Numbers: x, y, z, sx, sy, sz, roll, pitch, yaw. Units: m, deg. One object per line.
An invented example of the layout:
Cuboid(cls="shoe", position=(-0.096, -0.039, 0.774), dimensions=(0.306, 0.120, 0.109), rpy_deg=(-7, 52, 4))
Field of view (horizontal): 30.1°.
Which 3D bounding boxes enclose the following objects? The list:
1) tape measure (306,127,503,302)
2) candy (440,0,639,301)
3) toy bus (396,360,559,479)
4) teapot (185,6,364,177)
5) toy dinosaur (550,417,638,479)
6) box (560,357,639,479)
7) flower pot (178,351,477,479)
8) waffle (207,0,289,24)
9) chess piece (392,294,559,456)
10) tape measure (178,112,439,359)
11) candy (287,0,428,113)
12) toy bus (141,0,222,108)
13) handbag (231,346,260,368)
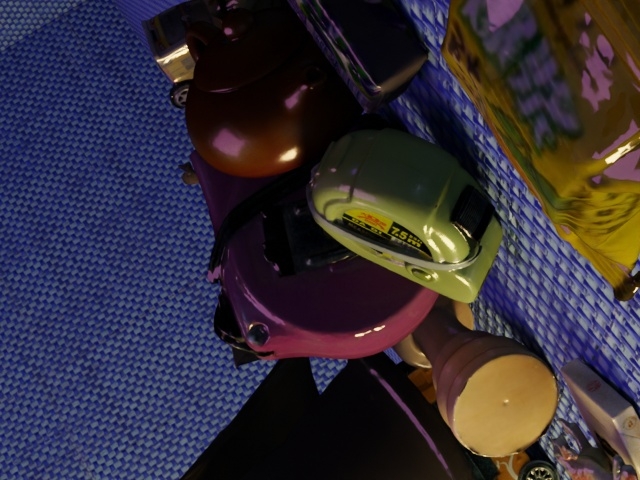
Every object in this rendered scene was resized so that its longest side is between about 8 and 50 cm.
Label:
Cuboid(cls="tape measure", position=(0.068, -0.030, 0.989), dimensions=(0.177, 0.087, 0.154), rpy_deg=(23, 161, 7))
Cuboid(cls="candy", position=(0.125, -0.062, 0.592), dimensions=(0.187, 0.081, 0.297), rpy_deg=(57, 174, 13))
Cuboid(cls="toy bus", position=(0.173, 0.265, 1.502), dimensions=(0.275, 0.167, 0.138), rpy_deg=(57, 174, 4))
Cuboid(cls="teapot", position=(-0.056, -0.154, 1.062), dimensions=(0.252, 0.178, 0.135), rpy_deg=(33, 156, 50))
Cuboid(cls="toy dinosaur", position=(0.254, 0.251, 1.069), dimensions=(0.167, 0.053, 0.242), rpy_deg=(38, 154, 58))
Cuboid(cls="box", position=(0.264, 0.184, 1.026), dimensions=(0.167, 0.024, 0.090), rpy_deg=(60, 175, -28))
Cuboid(cls="flower pot", position=(-0.002, 0.309, 1.368), dimensions=(0.379, 0.251, 0.379), rpy_deg=(44, 155, 27))
Cuboid(cls="waffle", position=(-0.096, -0.286, 1.268), dimensions=(0.297, 0.073, 0.317), rpy_deg=(60, -177, 25))
Cuboid(cls="chess piece", position=(0.121, 0.091, 1.320), dimensions=(0.117, 0.117, 0.397), rpy_deg=(60, 175, -28))
Cuboid(cls="tape measure", position=(0.000, 0.000, 1.138), dimensions=(0.149, 0.245, 0.231), rpy_deg=(74, 178, -72))
Cuboid(cls="candy", position=(-0.024, -0.244, 0.936), dimensions=(0.312, 0.061, 0.088), rpy_deg=(56, 173, 3))
Cuboid(cls="toy bus", position=(-0.117, -0.182, 1.466), dimensions=(0.268, 0.106, 0.092), rpy_deg=(53, -170, -50))
Cuboid(cls="handbag", position=(-0.019, 0.020, 1.398), dimensions=(0.117, 0.270, 0.182), rpy_deg=(31, 156, -2))
